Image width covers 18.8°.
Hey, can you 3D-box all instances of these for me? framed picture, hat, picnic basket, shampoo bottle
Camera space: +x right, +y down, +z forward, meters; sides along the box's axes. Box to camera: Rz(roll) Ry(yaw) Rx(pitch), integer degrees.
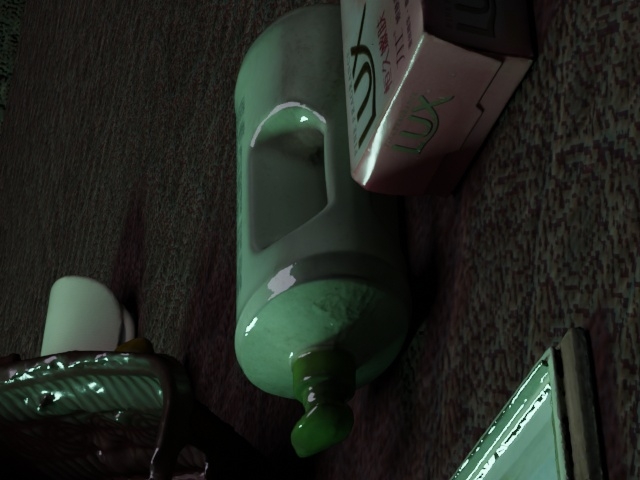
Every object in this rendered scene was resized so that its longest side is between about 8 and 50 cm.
[{"bbox_3d":[0.056,0.192,0.800,0.274,0.017,0.217,118,158,-47],"label":"framed picture"},{"bbox_3d":[-0.248,0.146,1.679,0.219,0.164,0.226,-47,56,59],"label":"hat"},{"bbox_3d":[-0.148,0.184,1.138,0.297,0.129,0.222,-10,62,43],"label":"picnic basket"},{"bbox_3d":[0.000,0.000,0.998,0.118,0.087,0.234,119,156,-48],"label":"shampoo bottle"}]

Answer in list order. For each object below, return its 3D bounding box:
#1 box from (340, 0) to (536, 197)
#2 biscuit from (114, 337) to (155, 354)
[{"bbox_3d":[0.053,-0.112,0.946,0.111,0.060,0.156,117,159,-47],"label":"box"},{"bbox_3d":[-0.135,0.172,1.383,0.183,0.039,0.174,-70,-30,-67],"label":"biscuit"}]
